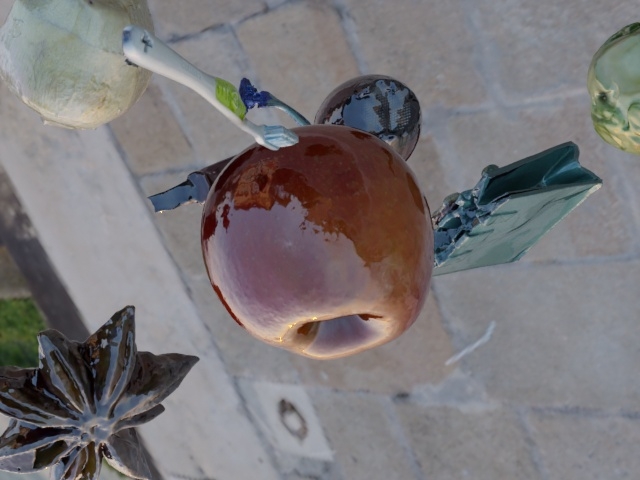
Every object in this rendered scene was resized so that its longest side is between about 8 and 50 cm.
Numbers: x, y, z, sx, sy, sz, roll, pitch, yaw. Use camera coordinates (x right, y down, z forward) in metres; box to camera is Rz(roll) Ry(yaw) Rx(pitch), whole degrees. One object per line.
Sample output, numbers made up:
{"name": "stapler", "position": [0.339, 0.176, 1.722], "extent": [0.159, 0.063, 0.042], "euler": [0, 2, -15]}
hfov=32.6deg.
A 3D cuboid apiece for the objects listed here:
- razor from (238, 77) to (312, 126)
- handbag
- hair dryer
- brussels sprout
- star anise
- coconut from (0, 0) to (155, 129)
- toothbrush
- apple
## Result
{"name": "razor", "position": [-0.023, -0.195, 2.082], "extent": [0.324, 0.093, 0.056], "euler": [37, 126, -25]}
{"name": "handbag", "position": [0.305, -0.053, 1.837], "extent": [0.100, 0.274, 0.268], "euler": [63, 142, 20]}
{"name": "hair dryer", "position": [-0.057, -0.087, 1.329], "extent": [0.123, 0.340, 0.312], "euler": [68, 159, 4]}
{"name": "brussels sprout", "position": [0.416, -0.188, 1.289], "extent": [0.223, 0.223, 0.161], "euler": [-8, 100, 52]}
{"name": "star anise", "position": [-0.305, 0.224, 1.475], "extent": [0.108, 0.315, 0.315], "euler": [46, 151, 52]}
{"name": "coconut", "position": [-0.280, -0.214, 1.254], "extent": [0.194, 0.194, 0.194], "euler": [30, 138, 31]}
{"name": "toothbrush", "position": [-0.068, -0.092, 0.707], "extent": [0.026, 0.263, 0.022], "euler": [-5, 81, 18]}
{"name": "apple", "position": [0.000, 0.000, 1.026], "extent": [0.218, 0.218, 0.201], "euler": [129, 139, -54]}
